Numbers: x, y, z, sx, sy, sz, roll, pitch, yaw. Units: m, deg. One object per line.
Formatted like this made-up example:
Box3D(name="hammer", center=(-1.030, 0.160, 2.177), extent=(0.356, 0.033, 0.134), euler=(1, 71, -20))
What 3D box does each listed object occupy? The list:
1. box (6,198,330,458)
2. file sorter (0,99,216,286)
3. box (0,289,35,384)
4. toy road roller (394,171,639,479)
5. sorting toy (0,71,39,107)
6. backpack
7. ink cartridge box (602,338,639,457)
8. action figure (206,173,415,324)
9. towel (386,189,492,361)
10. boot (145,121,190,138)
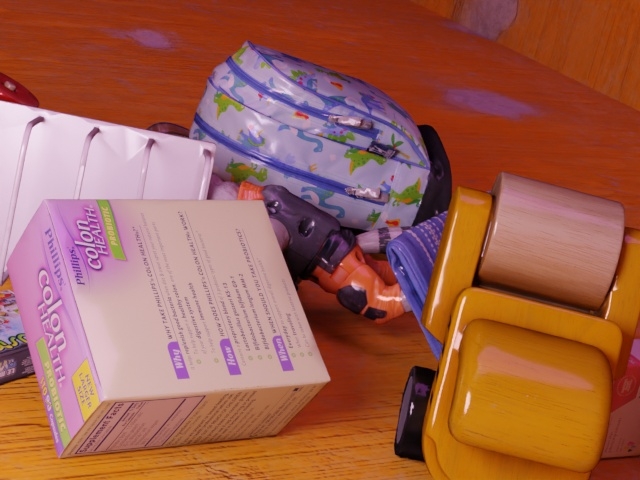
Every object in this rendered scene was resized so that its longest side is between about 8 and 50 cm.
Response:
Box3D(name="box", center=(-0.147, 0.078, 1.336), extent=(0.243, 0.117, 0.214), euler=(-1, 57, -36))
Box3D(name="file sorter", center=(-0.265, -0.034, 1.536), extent=(0.277, 0.193, 0.173), euler=(11, 6, -8))
Box3D(name="box", center=(-0.351, 0.104, 1.383), extent=(0.114, 0.036, 0.207), euler=(25, 23, 29))
Box3D(name="toy road roller", center=(0.203, 0.102, 1.339), extent=(0.202, 0.330, 0.240), euler=(14, -2, 0))
Box3D(name="sorting toy", center=(-0.367, -0.115, 1.742), extent=(0.255, 0.089, 0.257), euler=(33, 13, -13))
Box3D(name="backpack", center=(-0.005, -0.129, 1.940), extent=(0.355, 0.273, 0.290), euler=(5, 22, -8))
Box3D(name="ink cartridge box", center=(0.371, 0.174, 1.558), extent=(0.198, 0.115, 0.067), euler=(1, 22, -31))
Box3D(name="action figure", center=(0.000, 0.000, 1.713), extent=(0.330, 0.179, 0.341), euler=(20, 19, -9))
Box3D(name="towel", center=(0.194, 0.076, 1.609), extent=(0.040, 0.243, 0.336), euler=(-27, -2, 29))
Box3D(name="boot", center=(-0.154, -0.100, 2.057), extent=(0.219, 0.082, 0.106), euler=(10, 42, -27))
